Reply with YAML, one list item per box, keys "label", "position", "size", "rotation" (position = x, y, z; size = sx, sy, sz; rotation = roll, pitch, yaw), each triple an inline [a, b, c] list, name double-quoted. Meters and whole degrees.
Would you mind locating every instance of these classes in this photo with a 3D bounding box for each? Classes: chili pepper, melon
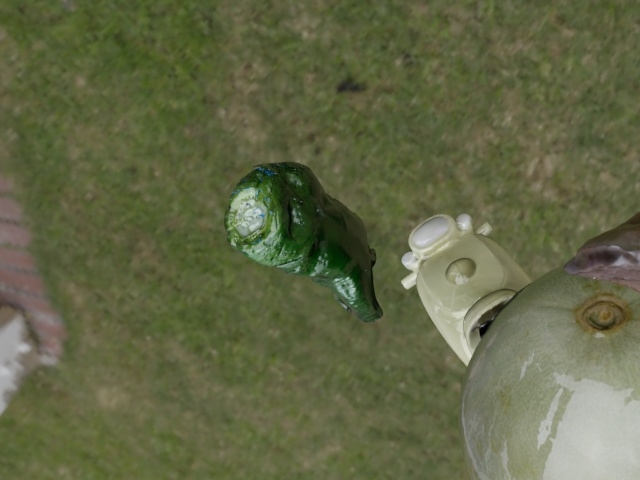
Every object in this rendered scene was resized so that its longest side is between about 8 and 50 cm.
- label: "chili pepper"
  position: [0.002, -0.001, 0.934]
  size: [0.061, 0.098, 0.224]
  rotation: [-20, 157, 22]
- label: "melon"
  position: [0.229, 0.140, 0.909]
  size: [0.272, 0.271, 0.308]
  rotation: [10, 176, 27]

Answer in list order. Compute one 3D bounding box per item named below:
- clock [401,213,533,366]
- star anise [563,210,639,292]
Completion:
- label: "clock"
  position: [0.210, 0.115, 1.379]
  size: [0.276, 0.120, 0.379]
  rotation: [56, 180, 31]
- label: "star anise"
  position: [0.233, 0.011, 0.499]
  size: [0.214, 0.220, 0.099]
  rotation: [43, 168, 17]
